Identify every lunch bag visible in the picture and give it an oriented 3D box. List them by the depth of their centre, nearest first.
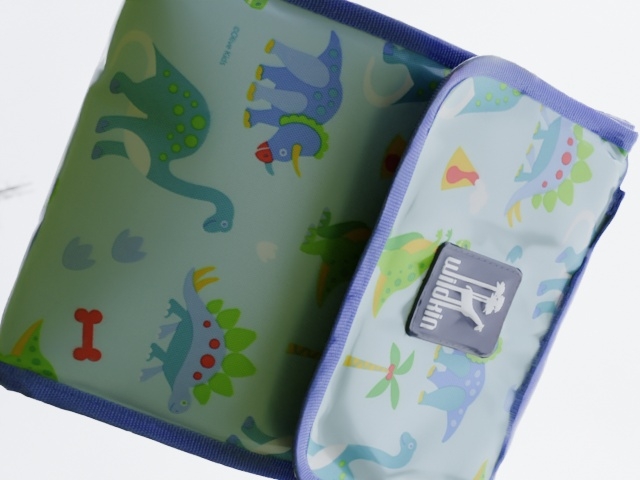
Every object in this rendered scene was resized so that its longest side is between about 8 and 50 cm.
[{"bbox_3d":[0.000,0.000,0.399,0.096,0.151,0.128,-134,-114,-78],"label":"lunch bag"}]
